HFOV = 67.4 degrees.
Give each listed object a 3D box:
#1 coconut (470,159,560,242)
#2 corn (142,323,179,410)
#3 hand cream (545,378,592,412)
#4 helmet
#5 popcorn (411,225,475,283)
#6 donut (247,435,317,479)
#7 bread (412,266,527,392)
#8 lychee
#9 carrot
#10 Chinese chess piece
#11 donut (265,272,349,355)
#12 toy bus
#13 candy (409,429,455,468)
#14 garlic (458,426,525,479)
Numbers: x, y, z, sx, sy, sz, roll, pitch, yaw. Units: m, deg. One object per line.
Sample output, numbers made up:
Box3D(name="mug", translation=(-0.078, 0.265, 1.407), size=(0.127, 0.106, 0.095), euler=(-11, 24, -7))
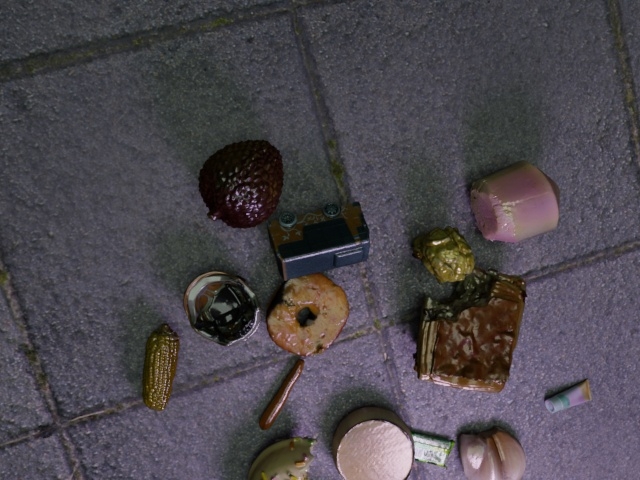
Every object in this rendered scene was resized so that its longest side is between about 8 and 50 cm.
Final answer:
Box3D(name="coconut", translation=(0.599, -0.115, 1.450), size=(0.246, 0.233, 0.232), euler=(-20, 98, -6))
Box3D(name="corn", translation=(-0.462, 0.364, 1.385), size=(0.097, 0.097, 0.261), euler=(8, 98, -9))
Box3D(name="hand cream", translation=(0.848, 0.534, 1.631), size=(0.175, 0.047, 0.076), euler=(-14, 95, -16))
Box3D(name="helmet", translation=(-0.275, 0.191, 1.380), size=(0.224, 0.130, 0.198), euler=(40, 84, 0))
Box3D(name="popcorn", translation=(0.372, 0.039, 1.433), size=(0.168, 0.195, 0.173), euler=(38, 88, -4))
Box3D(name="donut", translation=(-0.073, 0.788, 1.433), size=(0.308, 0.150, 0.370), euler=(-29, 96, 9))
Box3D(name="bread", translation=(0.439, 0.260, 1.472), size=(0.315, 0.191, 0.369), euler=(11, 81, -4))
Box3D(name="lychee", translation=(-0.209, -0.157, 1.309), size=(0.236, 0.236, 0.271), euler=(35, 75, -10))
Box3D(name="carrot", translation=(-0.116, 0.473, 1.474), size=(0.043, 0.043, 0.247), euler=(32, 88, -10))
Box3D(name="Chinese chess piece", translation=(0.164, 0.649, 1.490), size=(0.258, 0.104, 0.256), euler=(0, 94, -3))
Box3D(name="donut", translation=(-0.041, 0.215, 1.426), size=(0.254, 0.118, 0.253), euler=(-1, 97, -7))
Box3D(name="toy bus", translation=(0.000, 0.000, 1.371), size=(0.276, 0.138, 0.167), euler=(-14, 59, -9))
Box3D(name="candy", translation=(0.344, 0.679, 1.567), size=(0.179, 0.032, 0.102), euler=(16, 89, -8))
Box3D(name="garlic", translation=(0.571, 0.736, 1.572), size=(0.218, 0.110, 0.227), euler=(-11, 96, -11))
